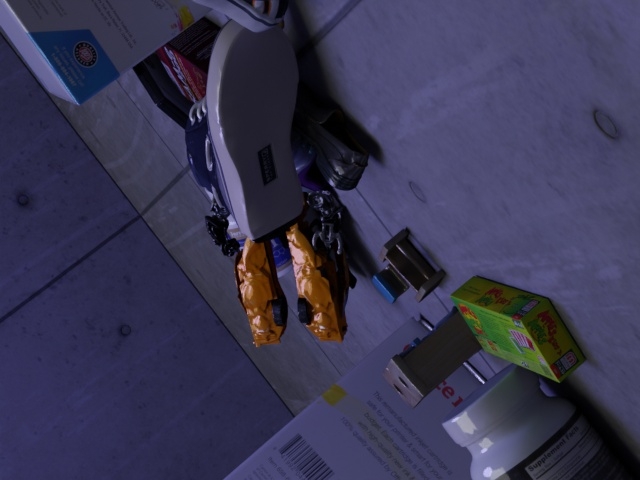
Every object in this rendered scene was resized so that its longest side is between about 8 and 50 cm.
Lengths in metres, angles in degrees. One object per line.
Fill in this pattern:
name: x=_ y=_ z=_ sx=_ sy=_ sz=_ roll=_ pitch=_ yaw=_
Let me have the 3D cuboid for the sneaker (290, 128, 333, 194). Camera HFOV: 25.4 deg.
sneaker: x=-0.035 y=-0.155 z=1.898 sx=0.098 sy=0.083 sz=0.224 roll=8 pitch=137 yaw=19

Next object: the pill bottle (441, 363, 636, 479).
pill bottle: x=0.285 y=0.293 z=1.740 sx=0.278 sy=0.162 sz=0.162 roll=51 pitch=168 yaw=4

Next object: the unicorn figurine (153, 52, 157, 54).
unicorn figurine: x=-0.187 y=-0.243 z=2.191 sx=0.162 sy=0.060 sz=0.111 roll=23 pitch=142 yaw=37

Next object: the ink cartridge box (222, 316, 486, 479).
ink cartridge box: x=0.095 y=0.346 z=2.058 sx=0.279 sy=0.384 sz=0.160 roll=46 pitch=169 yaw=26

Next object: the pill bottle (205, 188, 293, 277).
pill bottle: x=-0.111 y=-0.034 z=2.351 sx=0.187 sy=0.112 sz=0.112 roll=58 pitch=166 yaw=-29

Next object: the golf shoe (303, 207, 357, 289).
golf shoe: x=0.000 y=0.000 z=2.187 sx=0.094 sy=0.077 sz=0.198 roll=9 pitch=139 yaw=40

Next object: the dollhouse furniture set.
dollhouse furniture set: x=0.117 y=0.107 z=1.893 sx=0.184 sy=0.129 sz=0.129 roll=49 pitch=167 yaw=9

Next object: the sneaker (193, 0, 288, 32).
sneaker: x=-0.069 y=-0.302 z=1.476 sx=0.126 sy=0.127 sz=0.321 roll=54 pitch=-168 yaw=4

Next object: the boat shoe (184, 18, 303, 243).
boat shoe: x=-0.115 y=-0.159 z=1.765 sx=0.158 sy=0.127 sz=0.341 roll=40 pitch=147 yaw=36

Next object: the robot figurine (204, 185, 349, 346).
robot figurine: x=-0.055 y=0.019 z=2.116 sx=0.085 sy=0.211 sz=0.291 roll=-65 pitch=-32 yaw=-62

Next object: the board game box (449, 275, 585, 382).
board game box: x=0.230 y=0.102 z=1.674 sx=0.092 sy=0.043 sz=0.181 roll=57 pitch=166 yaw=-18

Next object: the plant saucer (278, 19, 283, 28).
plant saucer: x=-0.077 y=-0.289 z=1.742 sx=0.083 sy=0.015 sz=0.083 roll=48 pitch=167 yaw=15

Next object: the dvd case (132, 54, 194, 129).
dvd case: x=-0.254 y=-0.258 z=2.237 sx=0.253 sy=0.022 sz=0.180 roll=56 pitch=-171 yaw=34

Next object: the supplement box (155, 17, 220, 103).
supplement box: x=-0.148 y=-0.235 z=2.015 sx=0.239 sy=0.073 sz=0.130 roll=40 pitch=163 yaw=47

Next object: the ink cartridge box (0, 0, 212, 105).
ink cartridge box: x=-0.254 y=-0.324 z=1.689 sx=0.198 sy=0.270 sz=0.197 roll=57 pitch=168 yaw=-20

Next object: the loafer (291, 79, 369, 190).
loafer: x=0.009 y=-0.145 z=1.780 sx=0.170 sy=0.062 sz=0.061 roll=55 pitch=130 yaw=19
